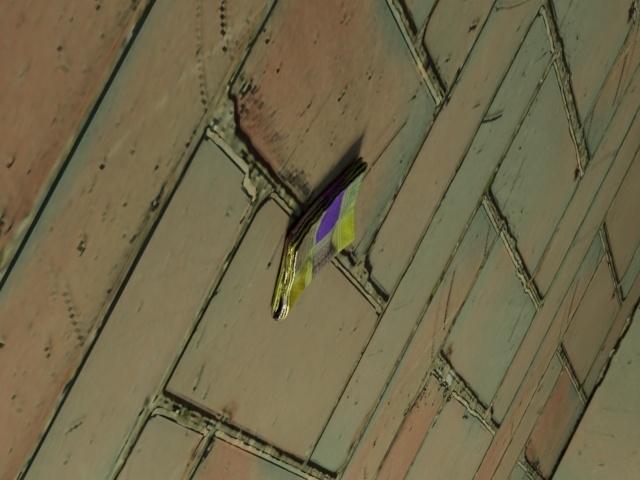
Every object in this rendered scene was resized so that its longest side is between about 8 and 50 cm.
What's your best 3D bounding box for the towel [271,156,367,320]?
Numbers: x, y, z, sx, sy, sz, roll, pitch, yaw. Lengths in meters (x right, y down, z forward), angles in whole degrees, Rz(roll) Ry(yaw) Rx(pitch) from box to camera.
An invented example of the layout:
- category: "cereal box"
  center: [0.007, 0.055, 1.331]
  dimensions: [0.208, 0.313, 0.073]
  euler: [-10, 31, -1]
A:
- category: "towel"
  center: [0.000, 0.000, 1.004]
  dimensions: [0.083, 0.009, 0.060]
  euler: [-48, 157, -45]
